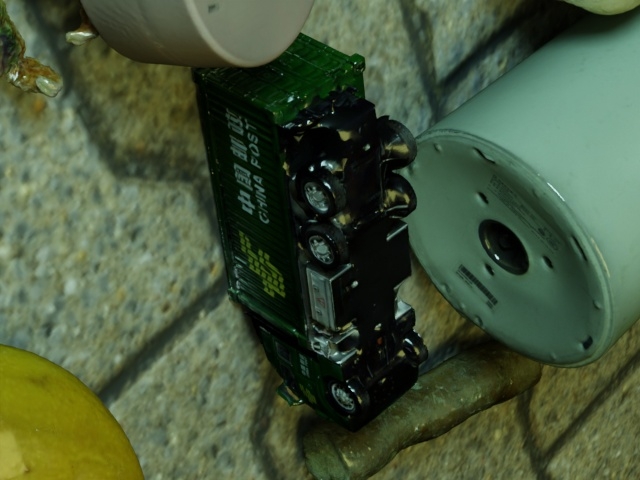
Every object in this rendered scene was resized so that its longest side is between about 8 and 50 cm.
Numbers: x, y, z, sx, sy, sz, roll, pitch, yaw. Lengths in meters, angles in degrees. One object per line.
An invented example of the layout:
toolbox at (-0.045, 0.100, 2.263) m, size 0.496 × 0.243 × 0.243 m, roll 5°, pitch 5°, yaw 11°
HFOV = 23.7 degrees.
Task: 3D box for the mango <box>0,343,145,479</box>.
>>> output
mango at (-0.206, 0.141, 0.873) m, size 0.176 × 0.119 × 0.317 m, roll -48°, pitch 136°, yaw -1°

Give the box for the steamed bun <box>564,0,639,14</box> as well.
steamed bun at (0.214, -0.240, 1.087) m, size 0.172 × 0.141 × 0.155 m, roll -63°, pitch 156°, yaw 9°

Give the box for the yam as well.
yam at (0.092, 0.133, 1.242) m, size 0.253 × 0.061 × 0.061 m, roll -21°, pitch 128°, yaw -40°

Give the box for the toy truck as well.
toy truck at (0.000, 0.000, 1.003) m, size 0.088 × 0.121 × 0.259 m, roll -34°, pitch 135°, yaw -30°

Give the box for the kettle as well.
kettle at (0.237, -0.054, 1.169) m, size 0.318 × 0.205 × 0.265 m, roll -40°, pitch 136°, yaw -27°

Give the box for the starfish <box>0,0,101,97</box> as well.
starfish at (-0.200, -0.143, 0.763) m, size 0.210 × 0.053 × 0.150 m, roll 14°, pitch 91°, yaw -47°

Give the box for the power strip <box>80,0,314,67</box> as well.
power strip at (-0.062, -0.168, 0.823) m, size 0.154 × 0.078 × 0.154 m, roll -14°, pitch 106°, yaw -58°
